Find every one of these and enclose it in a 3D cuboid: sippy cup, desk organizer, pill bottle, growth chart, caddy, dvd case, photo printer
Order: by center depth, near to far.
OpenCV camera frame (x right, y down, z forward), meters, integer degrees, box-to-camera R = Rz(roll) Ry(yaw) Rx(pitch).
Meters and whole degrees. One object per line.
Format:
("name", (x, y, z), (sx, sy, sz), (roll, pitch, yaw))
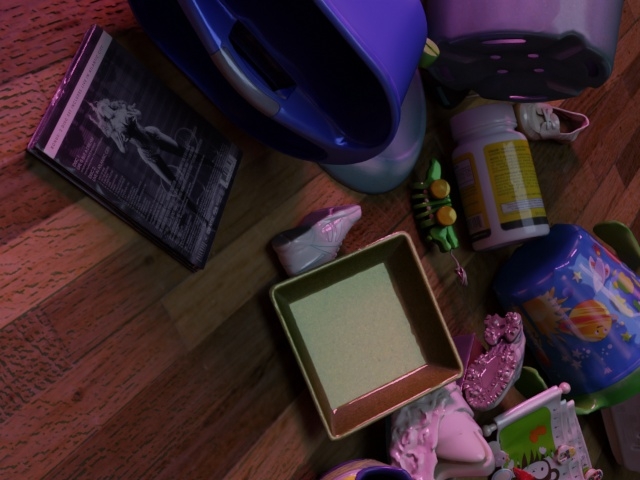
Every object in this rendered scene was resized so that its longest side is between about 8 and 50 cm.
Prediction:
("dvd case", (-0.179, -0.092, 0.949), (0.221, 0.018, 0.164), (41, 49, -34))
("caddy", (-0.047, -0.220, 0.969), (0.341, 0.241, 0.179), (45, 56, -30))
("desk organizer", (0.191, 0.195, 1.259), (0.050, 0.047, 0.130), (50, 44, -29))
("growth chart", (0.321, 0.318, 1.318), (0.172, 0.021, 0.237), (-32, 114, -14))
("pill bottle", (0.267, -0.095, 1.402), (0.119, 0.119, 0.208), (-4, 80, -51))
("sippy cup", (0.394, 0.103, 1.414), (0.224, 0.240, 0.305), (46, 23, -14))
("photo printer", (0.564, 0.208, 1.615), (0.307, 0.107, 0.256), (-58, 135, -46))

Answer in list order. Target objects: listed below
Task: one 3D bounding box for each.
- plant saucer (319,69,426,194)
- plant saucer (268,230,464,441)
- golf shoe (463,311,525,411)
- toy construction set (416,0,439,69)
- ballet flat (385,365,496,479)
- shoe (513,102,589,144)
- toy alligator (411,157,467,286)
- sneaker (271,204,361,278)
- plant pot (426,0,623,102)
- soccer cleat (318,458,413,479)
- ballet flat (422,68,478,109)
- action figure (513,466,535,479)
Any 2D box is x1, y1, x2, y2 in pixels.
("plant saucer", (0.054, -0.220, 1.259), (0.318, 0.044, 0.317), (21, 61, -44))
("plant saucer", (0.049, 0.108, 1.071), (0.188, 0.045, 0.188), (-23, 91, -21))
("golf shoe", (0.248, 0.179, 1.248), (0.176, 0.069, 0.086), (-57, 130, -44))
("toy construction set", (0.087, -0.421, 1.170), (0.257, 0.237, 0.308), (27, 43, -19))
("ballet flat", (0.141, 0.305, 1.084), (0.147, 0.147, 0.409), (35, 52, -37))
("shoe", (0.420, -0.220, 1.681), (0.219, 0.058, 0.076), (1, 75, -50))
("toy alligator", (0.163, -0.022, 1.310), (0.051, 0.056, 0.189), (-11, 85, -9))
("sneaker", (0.000, 0.000, 1.108), (0.152, 0.054, 0.061), (-34, 112, -44))
("plant pot", (0.287, -0.390, 1.288), (0.341, 0.341, 0.334), (19, 74, -45))
("soccer cleat", (-0.002, 0.315, 0.921), (0.289, 0.121, 0.093), (-40, 107, -49))
("ballet flat", (0.253, -0.289, 1.494), (0.280, 0.095, 0.096), (-38, 116, -39))
("action figure", (0.199, 0.418, 1.117), (0.091, 0.139, 0.280), (30, 79, 3))
